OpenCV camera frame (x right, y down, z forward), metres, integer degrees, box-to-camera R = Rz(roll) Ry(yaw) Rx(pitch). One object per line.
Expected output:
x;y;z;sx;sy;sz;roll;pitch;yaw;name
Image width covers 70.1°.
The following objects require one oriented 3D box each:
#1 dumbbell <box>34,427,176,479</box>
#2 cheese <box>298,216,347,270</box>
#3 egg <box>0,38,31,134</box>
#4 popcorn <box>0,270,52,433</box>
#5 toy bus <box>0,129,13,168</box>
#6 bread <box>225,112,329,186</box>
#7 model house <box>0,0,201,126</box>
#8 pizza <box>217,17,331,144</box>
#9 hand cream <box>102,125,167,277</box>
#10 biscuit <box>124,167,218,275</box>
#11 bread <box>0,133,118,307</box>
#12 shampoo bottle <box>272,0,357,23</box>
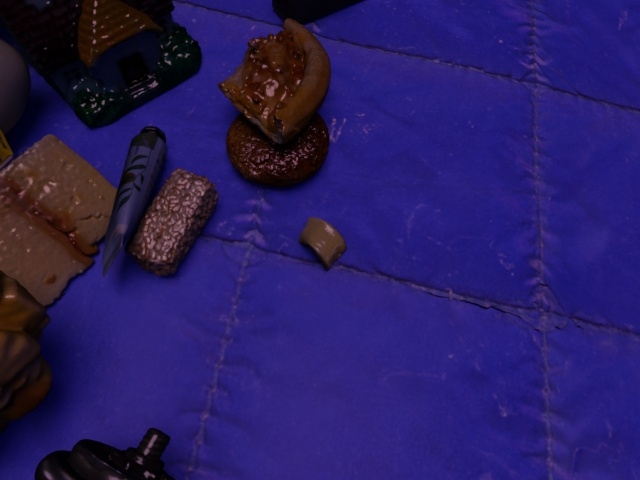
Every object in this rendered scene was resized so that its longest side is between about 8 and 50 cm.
-0.245;0.335;0.464;0.192;0.192;0.290;27;65;6;dumbbell
-0.001;-0.001;0.734;0.084;0.041;0.060;40;69;10;cheese
-0.571;-0.223;0.686;0.253;0.186;0.186;-36;74;-17;egg
-0.438;0.121;0.468;0.265;0.332;0.225;-24;43;0;popcorn
-0.546;-0.082;0.639;0.226;0.074;0.081;-44;64;0;toy bus
-0.073;-0.175;0.797;0.193;0.064;0.193;2;61;-3;bread
-0.369;-0.389;0.757;0.230;0.249;0.280;43;67;12;model house
-0.072;-0.296;0.805;0.182;0.074;0.365;11;48;-2;pizza
-0.284;-0.076;0.697;0.058;0.091;0.271;25;45;-29;hand cream
-0.226;-0.028;0.704;0.082;0.070;0.168;18;65;12;biscuit
-0.434;-0.016;0.697;0.178;0.135;0.240;44;62;-23;bread
0.018;-0.544;0.971;0.246;0.079;0.080;-31;74;-19;shampoo bottle
